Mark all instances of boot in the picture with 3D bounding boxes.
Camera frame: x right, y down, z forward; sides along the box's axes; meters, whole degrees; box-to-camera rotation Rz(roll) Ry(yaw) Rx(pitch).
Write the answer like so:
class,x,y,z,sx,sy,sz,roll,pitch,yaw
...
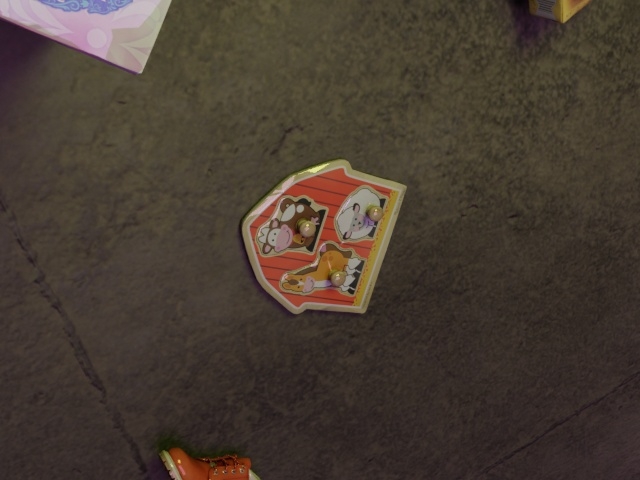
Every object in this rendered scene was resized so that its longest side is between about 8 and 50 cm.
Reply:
class,x,y,z,sx,sy,sz,roll,pitch,yaw
boot,-0.130,0.279,0.829,0.085,0.059,0.158,-41,131,-11

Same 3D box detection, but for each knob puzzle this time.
class,x,y,z,sx,sy,sz,roll,pitch,yaw
knob puzzle,0.000,0.000,0.794,0.213,0.030,0.213,-10,115,-23

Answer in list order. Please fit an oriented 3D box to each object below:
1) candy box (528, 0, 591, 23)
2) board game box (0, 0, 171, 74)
class,x,y,z,sx,sy,sz,roll,pitch,yaw
candy box,0.269,-0.342,0.729,0.109,0.053,0.186,-39,135,-17
board game box,-0.273,-0.209,0.398,0.318,0.319,0.065,18,102,-31
